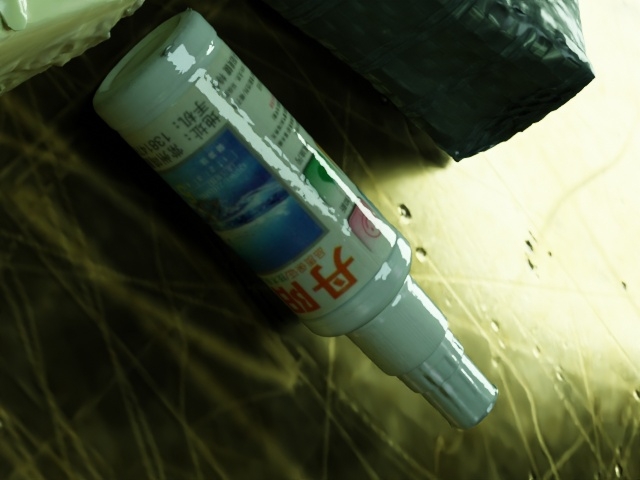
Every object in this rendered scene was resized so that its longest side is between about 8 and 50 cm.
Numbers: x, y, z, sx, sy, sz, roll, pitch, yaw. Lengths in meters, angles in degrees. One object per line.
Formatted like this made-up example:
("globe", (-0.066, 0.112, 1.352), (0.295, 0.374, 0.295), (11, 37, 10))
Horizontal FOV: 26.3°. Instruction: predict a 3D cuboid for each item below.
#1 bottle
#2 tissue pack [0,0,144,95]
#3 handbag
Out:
("bottle", (0.000, 0.000, 0.571), (0.217, 0.060, 0.060), (45, 45, -20))
("tissue pack", (-0.179, -0.133, 0.399), (0.159, 0.125, 0.234), (-33, 97, -49))
("handbag", (0.045, -0.161, 0.691), (0.270, 0.088, 0.175), (34, 41, -31))
